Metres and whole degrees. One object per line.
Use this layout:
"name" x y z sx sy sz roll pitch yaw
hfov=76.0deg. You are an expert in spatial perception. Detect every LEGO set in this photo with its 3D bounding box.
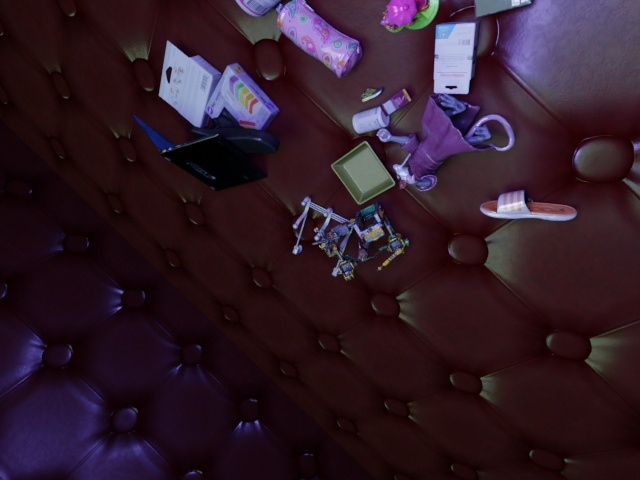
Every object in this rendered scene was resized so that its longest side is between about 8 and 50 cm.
"LEGO set" 0.153 0.017 1.532 0.332 0.192 0.254 -18 106 15

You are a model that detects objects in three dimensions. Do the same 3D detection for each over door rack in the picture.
"over door rack" 0.000 0.000 1.756 0.240 0.108 0.324 28 133 16

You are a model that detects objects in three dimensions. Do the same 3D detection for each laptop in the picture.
"laptop" -0.495 -0.389 1.709 0.408 0.382 0.236 -12 72 17

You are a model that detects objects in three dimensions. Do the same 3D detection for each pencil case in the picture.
"pencil case" -0.005 -0.641 1.290 0.284 0.124 0.124 40 135 6

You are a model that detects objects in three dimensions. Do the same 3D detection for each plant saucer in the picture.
"plant saucer" 0.162 -0.250 1.505 0.188 0.045 0.188 -28 103 44

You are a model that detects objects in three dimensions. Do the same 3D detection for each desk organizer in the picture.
"desk organizer" 0.463 -0.607 1.035 0.130 0.050 0.047 2 122 34

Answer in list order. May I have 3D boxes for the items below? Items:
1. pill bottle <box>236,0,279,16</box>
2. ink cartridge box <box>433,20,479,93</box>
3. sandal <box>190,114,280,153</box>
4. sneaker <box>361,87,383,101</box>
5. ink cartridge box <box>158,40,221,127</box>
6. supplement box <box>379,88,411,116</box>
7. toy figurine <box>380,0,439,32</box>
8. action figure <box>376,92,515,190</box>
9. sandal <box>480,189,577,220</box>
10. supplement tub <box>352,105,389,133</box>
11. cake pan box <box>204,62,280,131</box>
"pill bottle" -0.132 -0.818 1.220 0.283 0.160 0.160 -15 111 40
"ink cartridge box" 0.380 -0.513 1.153 0.104 0.060 0.180 12 127 27
"sandal" -0.323 -0.413 1.578 0.446 0.106 0.168 15 173 35
"sneaker" 0.166 -0.485 1.344 0.083 0.031 0.035 -14 112 40
"ink cartridge box" -0.550 -0.646 1.708 0.239 0.060 0.275 41 136 5
"supplement box" 0.235 -0.433 1.290 0.083 0.055 0.043 -33 101 7
"toy figurine" 0.217 -0.625 1.117 0.173 0.159 0.130 -16 111 42
"action figure" 0.355 -0.291 1.291 0.370 0.276 0.247 125 135 -60
"sandal" 0.630 -0.117 1.246 0.266 0.102 0.076 5 122 22
"supplement tub" 0.170 -0.404 1.372 0.107 0.071 0.071 -4 118 37
"cake pan box" -0.321 -0.520 1.634 0.245 0.070 0.267 50 135 -3
